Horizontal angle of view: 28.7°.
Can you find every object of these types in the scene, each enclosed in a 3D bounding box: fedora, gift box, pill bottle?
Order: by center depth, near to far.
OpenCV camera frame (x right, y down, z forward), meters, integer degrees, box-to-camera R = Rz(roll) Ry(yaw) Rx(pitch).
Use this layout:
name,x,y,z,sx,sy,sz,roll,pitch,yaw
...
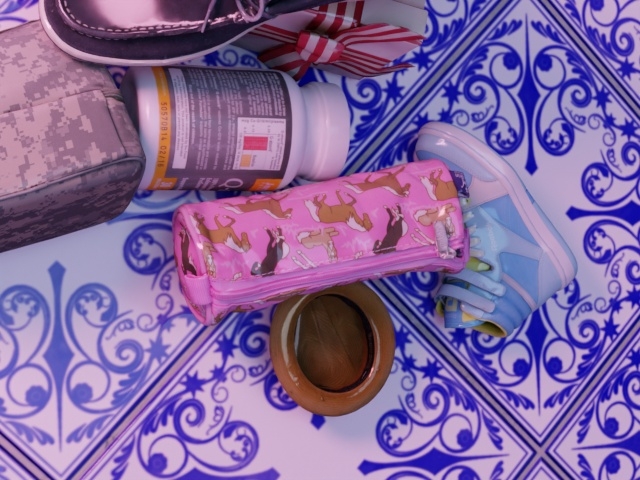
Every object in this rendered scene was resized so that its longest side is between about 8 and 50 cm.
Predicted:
name,x,y,z,sx,sy,sz,roll,pitch,yaw
pill bottle,-0.114,-0.143,1.611,0.278,0.162,0.162,0,88,-21
gift box,0.027,-0.343,1.626,0.276,0.255,0.258,14,82,-12
fedora,0.007,0.138,1.691,0.194,0.079,0.194,0,89,-23

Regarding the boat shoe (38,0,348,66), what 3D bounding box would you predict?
name,x,y,z,sx,sy,sz,roll,pitch,yaw
boat shoe,-0.079,-0.323,1.408,0.500,0.156,0.187,-12,82,1

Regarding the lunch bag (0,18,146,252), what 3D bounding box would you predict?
name,x,y,z,sx,sy,sz,roll,pitch,yaw
lunch bag,-0.383,-0.133,1.479,0.305,0.212,0.256,-18,78,-24

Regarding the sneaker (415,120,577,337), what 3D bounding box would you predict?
name,x,y,z,sx,sy,sz,roll,pitch,yaw
sneaker,0.205,0.003,1.753,0.319,0.127,0.208,48,71,-13

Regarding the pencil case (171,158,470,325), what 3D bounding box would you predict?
name,x,y,z,sx,sy,sz,roll,pitch,yaw
pencil case,0.000,0.000,1.598,0.386,0.167,0.160,-11,83,-17
